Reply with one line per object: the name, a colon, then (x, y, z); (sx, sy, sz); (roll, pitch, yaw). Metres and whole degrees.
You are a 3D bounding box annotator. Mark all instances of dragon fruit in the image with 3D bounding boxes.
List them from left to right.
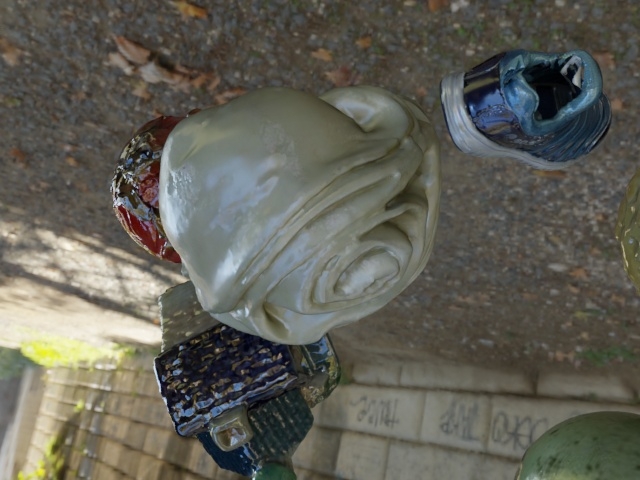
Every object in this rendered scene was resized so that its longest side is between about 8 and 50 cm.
dragon fruit: (-0.221, -0.090, 1.019); (0.218, 0.224, 0.148); (0, 166, 31)

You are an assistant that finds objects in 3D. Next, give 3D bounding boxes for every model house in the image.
model house: (-0.101, 0.222, 1.096); (0.243, 0.284, 0.299); (-24, 118, 7)

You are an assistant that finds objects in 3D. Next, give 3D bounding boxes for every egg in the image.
egg: (0.261, 0.239, 0.583); (0.228, 0.177, 0.177); (31, 174, 23)

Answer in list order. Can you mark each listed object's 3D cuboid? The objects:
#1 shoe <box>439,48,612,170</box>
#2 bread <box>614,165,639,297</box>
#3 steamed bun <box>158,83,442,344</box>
shoe: (0.203, -0.120, 0.654); (0.207, 0.092, 0.106); (-1, 165, -41)
bread: (0.396, -0.007, 0.723); (0.244, 0.245, 0.134); (14, 179, -13)
steamed bun: (-0.010, 0.002, 0.803); (0.309, 0.220, 0.324); (-9, 143, -17)
